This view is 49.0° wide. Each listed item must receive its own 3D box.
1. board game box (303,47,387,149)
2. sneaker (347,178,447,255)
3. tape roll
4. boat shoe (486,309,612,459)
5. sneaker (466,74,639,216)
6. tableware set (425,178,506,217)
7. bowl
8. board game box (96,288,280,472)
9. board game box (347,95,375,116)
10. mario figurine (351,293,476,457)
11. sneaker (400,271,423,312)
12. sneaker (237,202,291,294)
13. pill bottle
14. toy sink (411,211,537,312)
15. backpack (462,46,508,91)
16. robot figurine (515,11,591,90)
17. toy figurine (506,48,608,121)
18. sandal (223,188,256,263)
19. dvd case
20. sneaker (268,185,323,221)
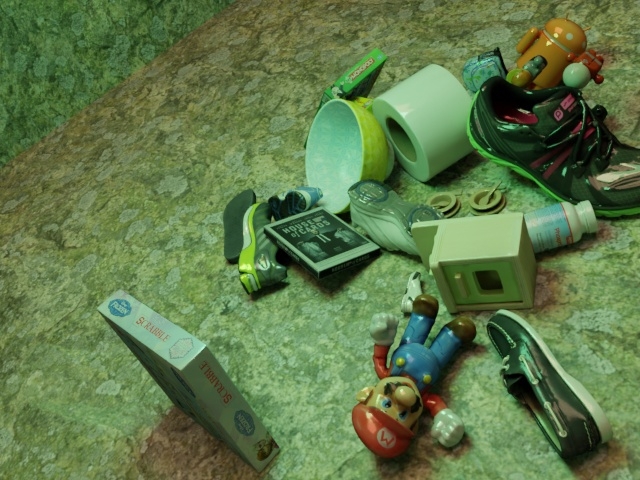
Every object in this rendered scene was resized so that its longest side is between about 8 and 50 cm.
[{"bbox_3d":[0.064,-0.384,1.988,0.046,0.317,0.213,43,67,5],"label":"board game box"},{"bbox_3d":[0.187,-0.028,1.606,0.111,0.129,0.297,-34,54,-31],"label":"sneaker"},{"bbox_3d":[0.266,-0.293,1.759,0.169,0.246,0.246,-33,37,-7],"label":"tape roll"},{"bbox_3d":[0.354,0.232,1.180,0.091,0.114,0.302,-25,35,-8],"label":"boat shoe"},{"bbox_3d":[0.520,-0.207,1.486,0.482,0.202,0.185,28,64,27],"label":"sneaker"},{"bbox_3d":[0.333,-0.093,1.648,0.194,0.039,0.128,-5,42,28],"label":"tableware set"},{"bbox_3d":[0.095,-0.211,1.807,0.155,0.290,0.289,0,24,-30],"label":"bowl"},{"bbox_3d":[-0.253,0.265,1.346,0.318,0.319,0.066,21,57,45],"label":"board game box"},{"bbox_3d":[0.135,-0.299,1.899,0.043,0.181,0.092,-43,39,-21],"label":"board game box"},{"bbox_3d":[0.171,0.237,1.244,0.198,0.170,0.321,7,46,35],"label":"mario figurine"},{"bbox_3d":[0.201,0.112,1.490,0.043,0.040,0.109,8,50,16],"label":"sneaker"},{"bbox_3d":[-0.130,0.013,1.772,0.121,0.111,0.300,-8,44,6],"label":"sneaker"},{"bbox_3d":[0.477,-0.028,1.440,0.160,0.087,0.087,-17,37,14],"label":"pill bottle"},{"bbox_3d":[0.297,0.051,1.402,0.234,0.153,0.131,-4,42,27],"label":"toy sink"},{"bbox_3d":[0.458,-0.468,1.971,0.114,0.105,0.084,-12,38,28],"label":"backpack"},{"bbox_3d":[0.601,-0.485,1.835,0.158,0.219,0.128,45,33,13],"label":"robot figurine"},{"bbox_3d":[0.557,-0.332,1.653,0.209,0.213,0.148,8,35,37],"label":"toy figurine"},{"bbox_3d":[-0.219,-0.035,1.921,0.097,0.054,0.255,-18,46,24],"label":"sandal"},{"bbox_3d":[0.000,0.000,1.677,0.179,0.030,0.238,-20,39,-30],"label":"dvd case"},{"bbox_3d":[-0.069,-0.097,1.855,0.081,0.080,0.211,-24,10,-31],"label":"sneaker"}]
